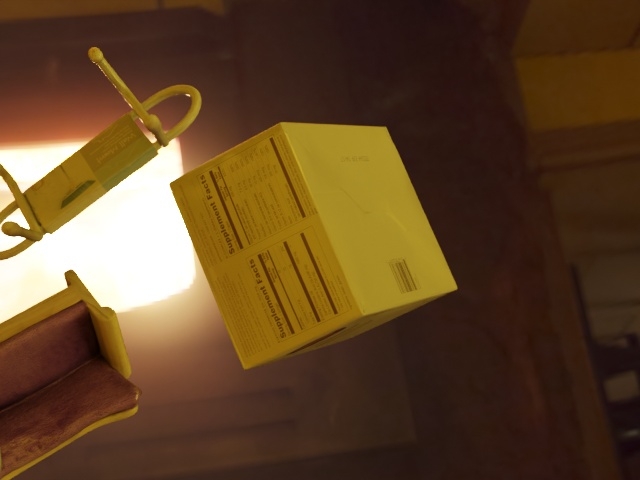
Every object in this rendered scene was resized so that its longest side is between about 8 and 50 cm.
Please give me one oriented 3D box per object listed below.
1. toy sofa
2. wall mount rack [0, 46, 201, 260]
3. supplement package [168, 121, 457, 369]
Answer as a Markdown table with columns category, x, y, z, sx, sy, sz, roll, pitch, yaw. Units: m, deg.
| category | x | y | z | sx | sy | sz | roll | pitch | yaw |
| --- | --- | --- | --- | --- | --- | --- | --- | --- | --- |
| toy sofa | -0.435 | 0.213 | 1.775 | 0.363 | 0.177 | 0.150 | -29 | 142 | -20 |
| wall mount rack | -0.303 | -0.101 | 1.619 | 0.350 | 0.304 | 0.130 | -38 | 126 | -3 |
| supplement package | 0.000 | 0.000 | 1.349 | 0.145 | 0.204 | 0.262 | -26 | 172 | 25 |
